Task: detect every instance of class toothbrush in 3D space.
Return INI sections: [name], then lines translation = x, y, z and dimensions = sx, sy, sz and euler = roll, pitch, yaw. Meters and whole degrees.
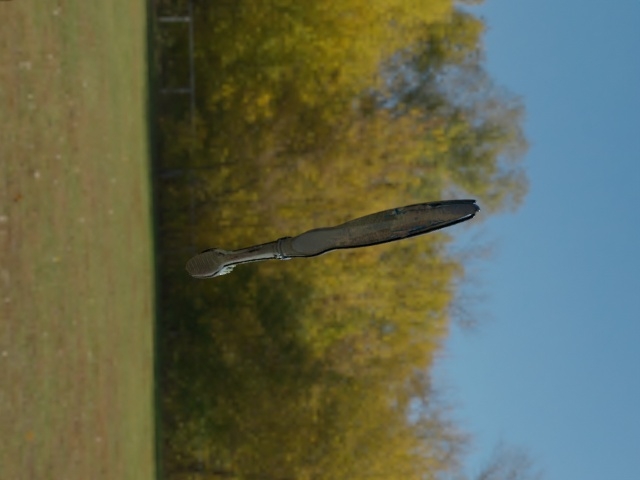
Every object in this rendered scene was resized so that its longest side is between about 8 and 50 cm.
[toothbrush]
translation = 0.000, 0.000, 1.261
dimensions = 0.413, 0.042, 0.035
euler = -12, -93, 39
